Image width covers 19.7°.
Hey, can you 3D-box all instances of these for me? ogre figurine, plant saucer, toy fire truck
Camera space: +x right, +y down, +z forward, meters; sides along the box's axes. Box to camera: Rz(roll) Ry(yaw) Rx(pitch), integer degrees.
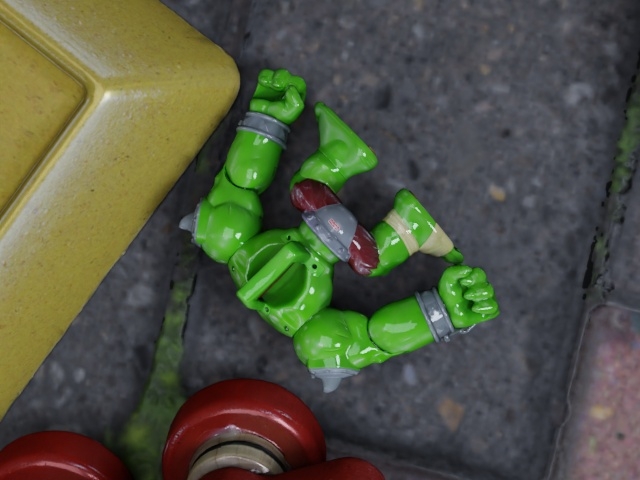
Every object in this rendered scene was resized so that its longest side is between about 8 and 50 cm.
[{"bbox_3d":[0.000,0.000,1.096,0.118,0.097,0.197,-41,96,-2],"label":"ogre figurine"},{"bbox_3d":[-0.275,-0.071,1.149,0.333,0.081,0.333,38,99,7],"label":"plant saucer"},{"bbox_3d":[-0.081,0.243,1.103,0.302,0.169,0.254,-16,114,11],"label":"toy fire truck"}]
